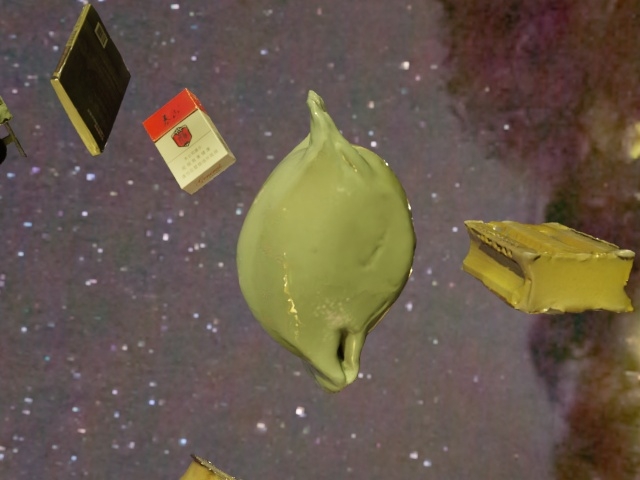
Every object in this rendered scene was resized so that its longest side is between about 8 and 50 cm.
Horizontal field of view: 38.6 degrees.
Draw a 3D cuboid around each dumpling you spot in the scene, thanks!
[{"bbox_3d":[0.014,0.015,1.125,0.320,0.212,0.270,-60,-16,8],"label":"dumpling"}]

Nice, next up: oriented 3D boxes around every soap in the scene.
[{"bbox_3d":[0.260,0.028,1.078,0.233,0.135,0.076,-134,45,-78],"label":"soap"}]

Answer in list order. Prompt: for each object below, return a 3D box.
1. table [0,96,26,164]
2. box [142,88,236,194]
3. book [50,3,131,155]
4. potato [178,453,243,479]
[{"bbox_3d":[-0.524,-0.157,1.321,0.146,0.062,0.175,-38,-62,-26],"label":"table"},{"bbox_3d":[-0.223,-0.168,1.554,0.152,0.100,0.048,56,-174,19],"label":"box"},{"bbox_3d":[-0.382,-0.272,1.536,0.228,0.024,0.160,-85,-19,-45],"label":"book"},{"bbox_3d":[-0.127,0.465,1.267,0.237,0.289,0.301,-59,-35,-14],"label":"potato"}]
